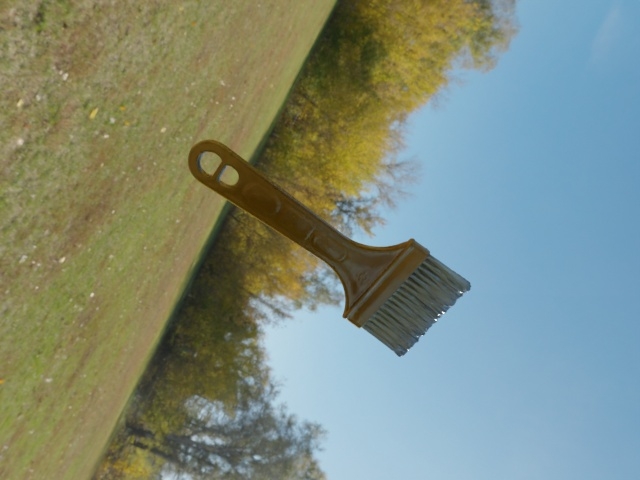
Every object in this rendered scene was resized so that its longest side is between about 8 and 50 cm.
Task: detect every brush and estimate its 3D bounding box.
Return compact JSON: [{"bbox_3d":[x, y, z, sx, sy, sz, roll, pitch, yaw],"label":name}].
[{"bbox_3d":[0.000,0.000,0.408,0.103,0.272,0.013,-52,-170,20],"label":"brush"}]
